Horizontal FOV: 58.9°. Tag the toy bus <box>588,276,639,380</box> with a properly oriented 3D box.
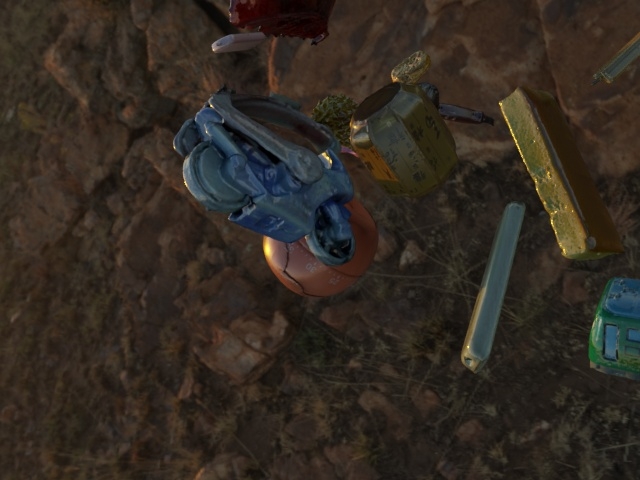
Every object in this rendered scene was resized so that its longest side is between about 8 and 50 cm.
[{"bbox_3d":[0.765,0.198,1.209,0.343,0.199,0.183,8,36,35],"label":"toy bus"}]

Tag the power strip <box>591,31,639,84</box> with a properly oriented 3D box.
[{"bbox_3d":[0.864,-0.533,1.532,0.305,0.044,0.064,-45,5,19],"label":"power strip"}]

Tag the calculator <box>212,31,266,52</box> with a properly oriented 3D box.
[{"bbox_3d":[-0.243,-0.589,1.686,0.100,0.175,0.032,-6,104,43],"label":"calculator"}]

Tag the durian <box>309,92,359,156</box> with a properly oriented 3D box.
[{"bbox_3d":[0.071,-0.352,1.734,0.153,0.260,0.187,15,103,26],"label":"durian"}]

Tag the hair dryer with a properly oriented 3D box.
[{"bbox_3d":[0.413,-0.419,1.923,0.312,0.340,0.123,141,140,-80],"label":"hair dryer"}]

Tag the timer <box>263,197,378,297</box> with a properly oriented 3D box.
[{"bbox_3d":[0.000,0.000,1.190,0.215,0.229,0.230,-45,48,17],"label":"timer"}]

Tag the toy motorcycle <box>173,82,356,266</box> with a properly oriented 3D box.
[{"bbox_3d":[-0.053,-0.114,0.880,0.182,0.319,0.241,7,73,58],"label":"toy motorcycle"}]

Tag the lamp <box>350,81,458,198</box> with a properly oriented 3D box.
[{"bbox_3d":[0.147,-0.174,1.003,0.161,0.185,0.161,-33,27,19],"label":"lamp"}]

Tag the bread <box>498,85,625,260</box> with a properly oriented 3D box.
[{"bbox_3d":[0.474,-0.130,1.122,0.077,0.138,0.361,-33,67,44],"label":"bread"}]

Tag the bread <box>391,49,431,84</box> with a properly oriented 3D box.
[{"bbox_3d":[0.229,-0.429,1.428,0.110,0.044,0.083,-34,35,23],"label":"bread"}]

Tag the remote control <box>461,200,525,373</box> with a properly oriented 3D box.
[{"bbox_3d":[0.286,0.068,0.933,0.038,0.090,0.309,18,60,12],"label":"remote control"}]

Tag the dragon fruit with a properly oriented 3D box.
[{"bbox_3d":[-0.042,-0.571,1.235,0.100,0.343,0.282,25,115,29],"label":"dragon fruit"}]
